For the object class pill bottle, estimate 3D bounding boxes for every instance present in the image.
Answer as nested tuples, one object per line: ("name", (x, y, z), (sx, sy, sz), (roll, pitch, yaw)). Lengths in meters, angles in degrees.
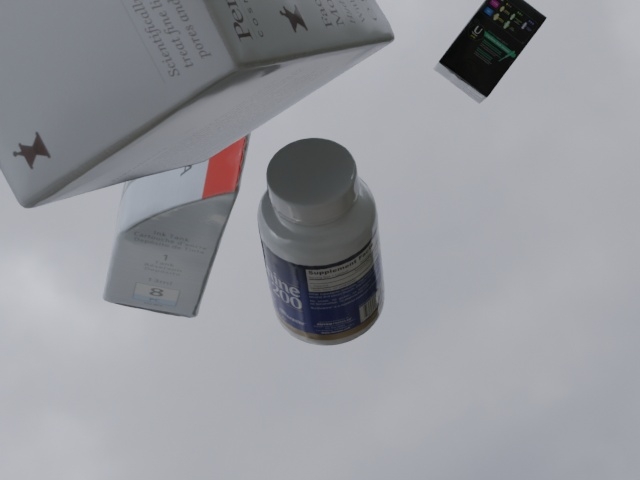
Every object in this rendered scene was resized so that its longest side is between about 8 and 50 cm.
("pill bottle", (0.000, 0.000, 1.012), (0.067, 0.067, 0.120), (-23, -37, -12))

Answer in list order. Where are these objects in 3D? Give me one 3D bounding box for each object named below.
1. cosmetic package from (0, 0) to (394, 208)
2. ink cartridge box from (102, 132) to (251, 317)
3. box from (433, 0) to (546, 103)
("cosmetic package", (-0.087, -0.126, 0.941), (0.151, 0.151, 0.184), (-30, -3, 28))
("ink cartridge box", (-0.089, -0.152, 1.391), (0.091, 0.308, 0.385), (11, -26, -5))
("box", (0.139, -0.163, 1.491), (0.052, 0.062, 0.083), (36, -91, -1))
